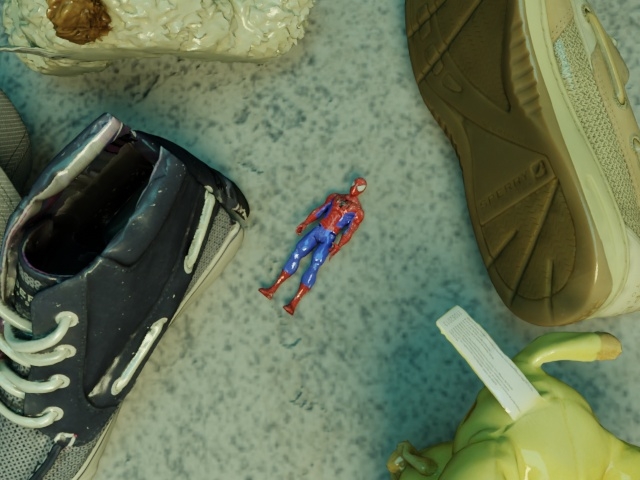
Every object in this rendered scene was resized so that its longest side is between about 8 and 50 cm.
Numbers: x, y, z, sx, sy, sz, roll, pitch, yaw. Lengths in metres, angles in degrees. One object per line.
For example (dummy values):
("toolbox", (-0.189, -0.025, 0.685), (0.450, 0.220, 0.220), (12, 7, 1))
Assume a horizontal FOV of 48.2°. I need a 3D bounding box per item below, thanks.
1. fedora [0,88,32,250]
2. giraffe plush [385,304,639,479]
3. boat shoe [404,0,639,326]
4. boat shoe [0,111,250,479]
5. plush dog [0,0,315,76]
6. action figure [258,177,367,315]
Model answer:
("fedora", (-0.331, -0.066, 0.532), (0.275, 0.244, 0.124), (2, 46, 12))
("giraffe plush", (0.095, 0.160, 0.391), (0.181, 0.170, 0.210), (-14, 65, -24))
("boat shoe", (0.150, -0.109, 0.509), (0.110, 0.121, 0.341), (-2, 74, -30))
("boat shoe", (-0.188, 0.067, 0.480), (0.127, 0.158, 0.341), (30, 81, 15))
("plush dog", (-0.147, -0.246, 0.509), (0.262, 0.210, 0.226), (-2, 96, 10))
("action figure", (0.000, 0.000, 0.538), (0.038, 0.030, 0.115), (32, 80, 21))
